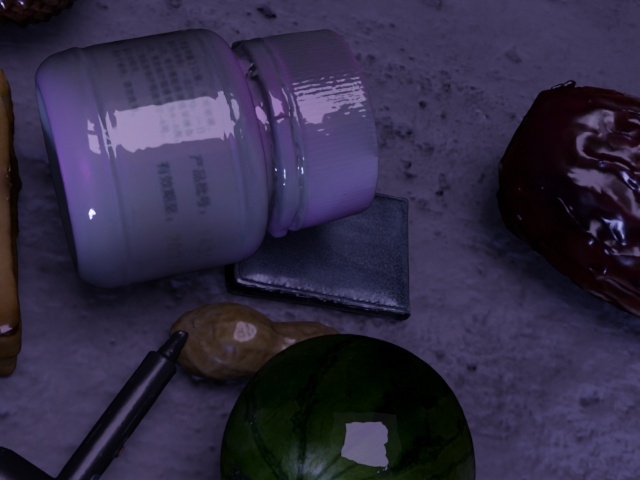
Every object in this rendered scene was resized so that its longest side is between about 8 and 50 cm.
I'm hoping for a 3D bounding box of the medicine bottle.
[{"bbox_3d":[-0.115,-0.093,1.059,0.302,0.241,0.241,-12,66,-16],"label":"medicine bottle"}]

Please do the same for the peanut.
[{"bbox_3d":[-0.059,0.109,1.080,0.193,0.089,0.089,10,58,-16],"label":"peanut"}]

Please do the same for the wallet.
[{"bbox_3d":[-0.001,0.001,1.199,0.222,0.036,0.167,11,57,-17],"label":"wallet"}]

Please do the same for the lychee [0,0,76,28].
[{"bbox_3d":[-0.358,-0.354,1.140,0.267,0.267,0.267,10,59,-16],"label":"lychee"}]

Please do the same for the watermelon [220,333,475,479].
[{"bbox_3d":[0.026,0.205,0.964,0.242,0.242,0.242,10,59,-16],"label":"watermelon"}]

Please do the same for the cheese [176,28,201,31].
[{"bbox_3d":[-0.132,-0.167,1.238,0.065,0.043,0.194,-5,63,-23],"label":"cheese"}]

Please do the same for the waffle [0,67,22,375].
[{"bbox_3d":[-0.404,-0.028,1.024,0.224,0.098,0.327,1,59,-22],"label":"waffle"}]

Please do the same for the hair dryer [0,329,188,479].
[{"bbox_3d":[-0.213,0.176,0.982,0.128,0.070,0.255,32,61,0],"label":"hair dryer"}]

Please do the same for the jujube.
[{"bbox_3d":[0.396,-0.040,1.264,0.377,0.258,0.258,22,56,0],"label":"jujube"}]
